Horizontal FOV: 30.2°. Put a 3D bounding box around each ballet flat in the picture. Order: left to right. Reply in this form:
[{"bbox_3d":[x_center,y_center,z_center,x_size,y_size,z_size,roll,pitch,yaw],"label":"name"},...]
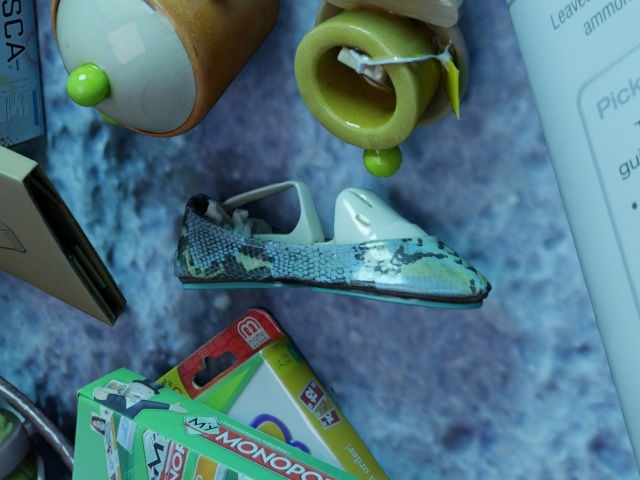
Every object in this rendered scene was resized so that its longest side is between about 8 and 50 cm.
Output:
[{"bbox_3d":[0.000,0.000,0.629,0.188,0.070,0.070,2,109,27],"label":"ballet flat"}]

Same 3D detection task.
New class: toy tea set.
[{"bbox_3d":[-0.051,-0.163,0.508,0.200,0.124,0.336,16,135,29],"label":"toy tea set"}]

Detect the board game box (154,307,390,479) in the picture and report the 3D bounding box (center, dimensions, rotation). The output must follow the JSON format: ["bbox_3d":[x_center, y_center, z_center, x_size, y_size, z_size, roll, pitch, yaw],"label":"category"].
[{"bbox_3d":[-0.005,0.174,0.716,0.124,0.039,0.259,-38,84,35],"label":"board game box"}]

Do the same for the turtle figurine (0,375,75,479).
[{"bbox_3d":[-0.303,0.143,0.785,0.275,0.198,0.266,-8,106,29],"label":"turtle figurine"}]

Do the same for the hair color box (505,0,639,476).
[{"bbox_3d":[0.155,-0.088,0.345,0.185,0.114,0.374,-38,58,52],"label":"hair color box"}]

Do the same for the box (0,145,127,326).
[{"bbox_3d":[-0.223,-0.030,0.721,0.201,0.021,0.164,24,157,23],"label":"box"}]

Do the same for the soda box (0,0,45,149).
[{"bbox_3d":[-0.211,-0.146,0.703,0.063,0.058,0.183,12,113,28],"label":"soda box"}]

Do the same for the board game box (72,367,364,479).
[{"bbox_3d":[-0.066,0.259,0.731,0.214,0.046,0.317,21,116,26],"label":"board game box"}]
